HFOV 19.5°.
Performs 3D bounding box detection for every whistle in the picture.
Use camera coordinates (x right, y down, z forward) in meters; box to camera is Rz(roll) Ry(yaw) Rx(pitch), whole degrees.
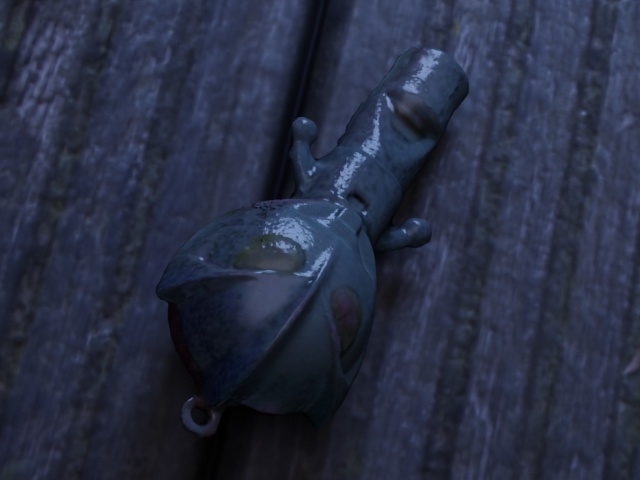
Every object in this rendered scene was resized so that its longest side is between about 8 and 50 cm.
[{"bbox_3d":[-0.001,0.000,1.292,0.142,0.134,0.346,28,59,9],"label":"whistle"}]
